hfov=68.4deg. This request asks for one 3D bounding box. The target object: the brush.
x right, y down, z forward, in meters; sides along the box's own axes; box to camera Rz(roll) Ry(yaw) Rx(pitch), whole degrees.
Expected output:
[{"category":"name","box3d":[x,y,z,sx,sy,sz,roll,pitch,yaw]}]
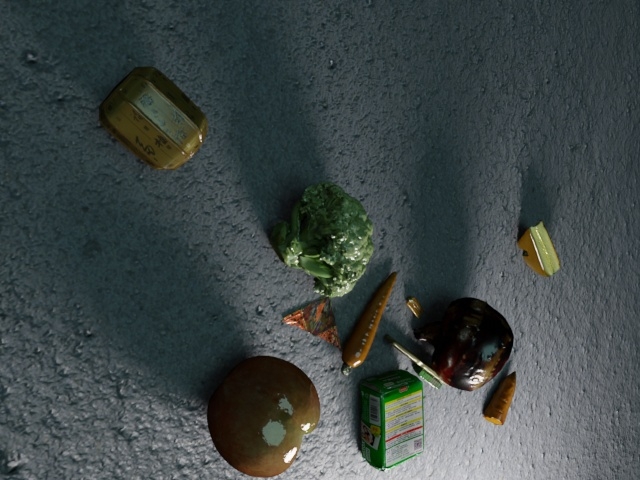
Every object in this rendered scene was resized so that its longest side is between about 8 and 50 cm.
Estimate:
[{"category":"brush","box3d":[0.290,0.374,1.435,0.282,0.054,0.048,41,91,-27]}]

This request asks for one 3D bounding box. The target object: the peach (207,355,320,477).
[{"category":"peach","box3d":[-0.132,0.390,1.066,0.252,0.252,0.252,-2,94,-32]}]

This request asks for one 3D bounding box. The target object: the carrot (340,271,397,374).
[{"category":"carrot","box3d":[0.141,0.226,1.324,0.069,0.069,0.336,40,69,-28]}]

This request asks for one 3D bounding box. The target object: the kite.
[{"category":"kite","box3d":[0.000,0.201,1.265,0.222,0.008,0.125,33,76,-30]}]

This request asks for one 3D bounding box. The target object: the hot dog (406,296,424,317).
[{"category":"hot dog","box3d":[0.287,0.202,1.439,0.037,0.021,0.083,-41,114,-12]}]

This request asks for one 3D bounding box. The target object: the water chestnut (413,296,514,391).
[{"category":"water chestnut","box3d":[0.424,0.303,1.421,0.300,0.300,0.300,-2,94,-32]}]

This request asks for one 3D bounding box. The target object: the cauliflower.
[{"category":"cauliflower","box3d":[0.000,0.000,1.139,0.250,0.272,0.275,-6,81,-2]}]

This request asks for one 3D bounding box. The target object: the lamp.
[{"category":"lamp","box3d":[-0.331,-0.241,0.943,0.185,0.161,0.161,41,72,-28]}]

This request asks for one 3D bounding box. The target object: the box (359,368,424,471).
[{"category":"box","box3d":[0.206,0.515,1.361,0.180,0.103,0.250,-6,97,-32]}]

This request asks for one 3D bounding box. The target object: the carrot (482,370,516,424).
[{"category":"carrot","box3d":[0.649,0.550,1.665,0.072,0.072,0.205,44,69,-27]}]

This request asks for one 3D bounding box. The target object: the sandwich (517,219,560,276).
[{"category":"sandwich","box3d":[0.783,0.028,1.707,0.090,0.088,0.244,-40,117,-15]}]
